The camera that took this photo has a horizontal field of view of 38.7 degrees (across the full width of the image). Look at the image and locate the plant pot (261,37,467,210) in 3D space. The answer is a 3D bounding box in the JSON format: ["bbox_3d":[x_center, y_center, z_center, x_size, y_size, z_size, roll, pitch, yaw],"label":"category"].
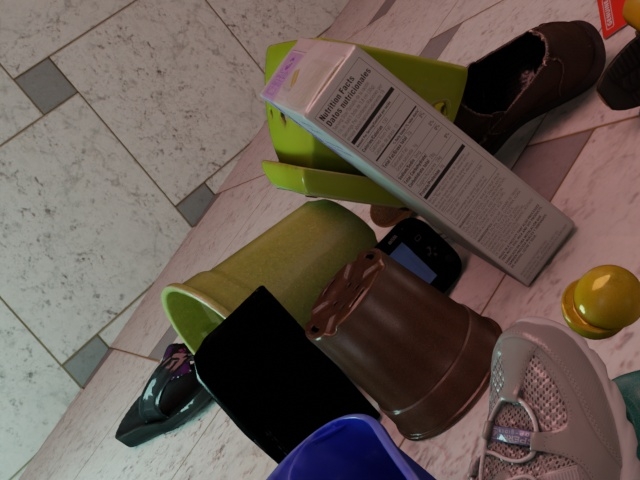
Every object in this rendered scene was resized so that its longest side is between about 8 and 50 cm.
[{"bbox_3d":[0.045,-0.159,1.278,0.228,0.227,0.207,-160,78,-68],"label":"plant pot"}]

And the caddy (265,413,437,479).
[{"bbox_3d":[0.014,0.285,0.759,0.241,0.179,0.341,-51,16,0],"label":"caddy"}]

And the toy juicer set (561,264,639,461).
[{"bbox_3d":[0.235,0.115,0.645,0.329,0.089,0.209,-29,46,60],"label":"toy juicer set"}]

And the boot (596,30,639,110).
[{"bbox_3d":[0.394,-0.227,1.093,0.198,0.077,0.137,-38,11,-2],"label":"boot"}]

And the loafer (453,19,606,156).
[{"bbox_3d":[0.221,-0.203,1.303,0.366,0.130,0.134,-38,62,38],"label":"loafer"}]

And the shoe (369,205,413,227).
[{"bbox_3d":[0.167,-0.101,1.464,0.219,0.058,0.076,-48,60,20],"label":"shoe"}]

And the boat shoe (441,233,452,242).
[{"bbox_3d":[0.198,-0.039,1.253,0.100,0.035,0.035,-43,17,23],"label":"boat shoe"}]

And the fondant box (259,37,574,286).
[{"bbox_3d":[0.104,-0.099,1.064,0.096,0.330,0.238,-53,20,2],"label":"fondant box"}]

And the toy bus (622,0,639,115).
[{"bbox_3d":[0.390,-0.220,0.917,0.202,0.104,0.191,-25,45,57],"label":"toy bus"}]

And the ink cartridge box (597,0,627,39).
[{"bbox_3d":[0.452,-0.456,1.262,0.239,0.060,0.275,-32,49,47],"label":"ink cartridge box"}]

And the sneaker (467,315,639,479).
[{"bbox_3d":[0.127,0.186,0.578,0.105,0.115,0.281,-22,63,60],"label":"sneaker"}]

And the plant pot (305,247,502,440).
[{"bbox_3d":[0.083,0.105,1.002,0.167,0.165,0.167,-46,17,18],"label":"plant pot"}]

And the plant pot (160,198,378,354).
[{"bbox_3d":[-0.036,0.086,1.276,0.254,0.276,0.276,-44,12,-24],"label":"plant pot"}]

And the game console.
[{"bbox_3d":[0.028,0.102,1.114,0.361,0.213,0.044,-45,6,-24],"label":"game console"}]

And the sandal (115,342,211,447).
[{"bbox_3d":[-0.301,0.288,1.772,0.446,0.107,0.167,-37,21,41],"label":"sandal"}]
